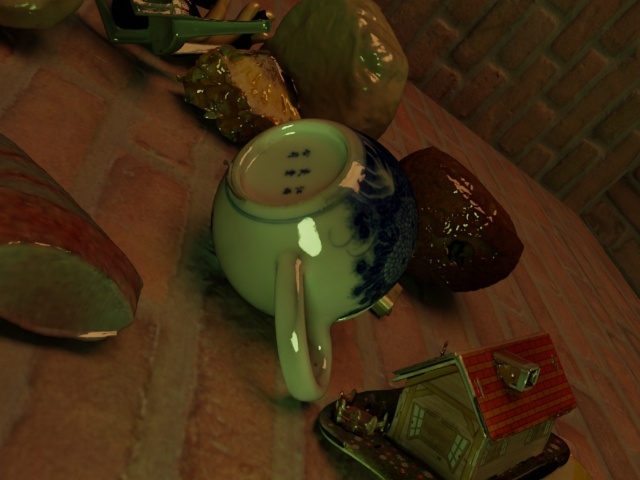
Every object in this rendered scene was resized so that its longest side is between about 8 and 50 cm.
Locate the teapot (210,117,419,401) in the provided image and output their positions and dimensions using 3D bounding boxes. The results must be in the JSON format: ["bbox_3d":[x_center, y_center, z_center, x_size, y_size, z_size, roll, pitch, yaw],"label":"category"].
[{"bbox_3d":[0.000,0.000,0.870,0.280,0.253,0.423,70,20,-47],"label":"teapot"}]

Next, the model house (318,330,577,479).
[{"bbox_3d":[0.163,0.168,0.793,0.294,0.153,0.207,-1,23,-45],"label":"model house"}]

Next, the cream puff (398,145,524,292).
[{"bbox_3d":[0.224,-0.025,1.269,0.303,0.212,0.303,42,15,-14],"label":"cream puff"}]

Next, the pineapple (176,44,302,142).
[{"bbox_3d":[-0.121,-0.249,1.191,0.236,0.115,0.186,34,51,-34],"label":"pineapple"}]

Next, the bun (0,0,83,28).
[{"bbox_3d":[-0.417,-0.374,0.941,0.222,0.222,0.127,42,-16,-2],"label":"bun"}]

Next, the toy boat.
[{"bbox_3d":[-0.276,-0.027,0.672,0.206,0.096,0.282,28,14,-44],"label":"toy boat"}]

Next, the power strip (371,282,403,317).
[{"bbox_3d":[0.024,0.014,1.100,0.268,0.034,0.092,44,24,2],"label":"power strip"}]

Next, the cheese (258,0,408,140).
[{"bbox_3d":[0.006,-0.299,1.286,0.115,0.317,0.326,8,7,-45],"label":"cheese"}]

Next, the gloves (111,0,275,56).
[{"bbox_3d":[-0.232,-0.421,1.289,0.301,0.152,0.197,3,46,-20],"label":"gloves"}]

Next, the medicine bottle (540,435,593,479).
[{"bbox_3d":[0.288,0.321,0.879,0.122,0.122,0.212,47,23,9],"label":"medicine bottle"}]

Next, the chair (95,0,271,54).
[{"bbox_3d":[-0.247,-0.392,1.081,0.275,0.203,0.190,-12,98,-28],"label":"chair"}]
